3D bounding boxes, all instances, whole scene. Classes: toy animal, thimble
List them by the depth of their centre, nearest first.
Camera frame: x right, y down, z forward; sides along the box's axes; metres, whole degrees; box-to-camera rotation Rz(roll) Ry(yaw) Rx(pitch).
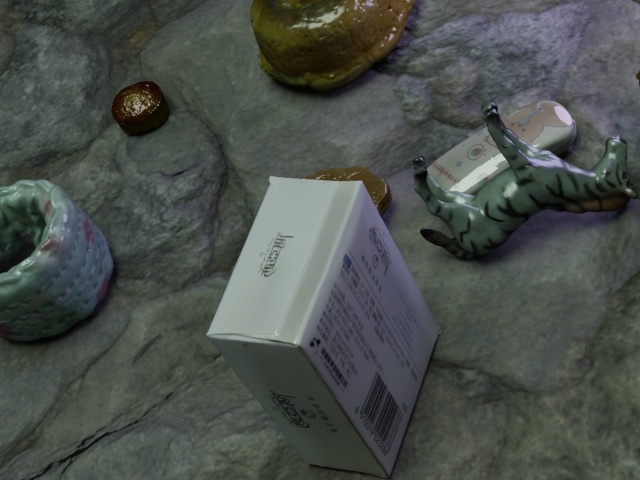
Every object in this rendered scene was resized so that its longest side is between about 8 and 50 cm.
[{"bbox_3d":[0.224,-0.080,1.462,0.255,0.170,0.090,-19,15,18],"label":"toy animal"},{"bbox_3d":[-0.393,0.033,1.673,0.211,0.149,0.185,-27,49,3],"label":"thimble"}]

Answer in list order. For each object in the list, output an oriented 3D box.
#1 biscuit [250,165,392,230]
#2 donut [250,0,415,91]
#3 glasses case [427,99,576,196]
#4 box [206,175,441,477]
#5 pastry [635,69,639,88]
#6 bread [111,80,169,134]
[{"bbox_3d":[0.000,0.000,1.580,0.181,0.049,0.208,-8,51,19],"label":"biscuit"},{"bbox_3d":[0.020,-0.337,1.790,0.208,0.128,0.261,8,59,29],"label":"donut"},{"bbox_3d":[0.219,-0.103,1.558,0.204,0.051,0.081,-32,51,-1],"label":"glasses case"},{"bbox_3d":[0.012,0.095,1.344,0.116,0.274,0.203,3,55,29],"label":"box"},{"bbox_3d":[0.490,-0.181,1.453,0.257,0.121,0.236,-27,43,6],"label":"pastry"},{"bbox_3d":[-0.268,-0.199,1.863,0.085,0.053,0.085,-13,49,16],"label":"bread"}]
